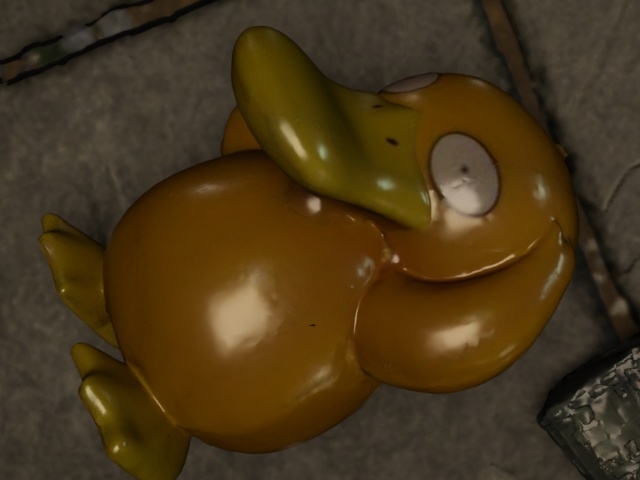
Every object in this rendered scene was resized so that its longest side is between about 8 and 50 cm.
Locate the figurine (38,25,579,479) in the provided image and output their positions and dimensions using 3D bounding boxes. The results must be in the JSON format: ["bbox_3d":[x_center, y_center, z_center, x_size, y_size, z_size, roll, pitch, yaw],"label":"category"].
[{"bbox_3d":[-0.003,0.007,0.677,0.215,0.215,0.228,43,113,1],"label":"figurine"}]

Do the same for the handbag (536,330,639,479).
[{"bbox_3d":[0.258,0.080,0.692,0.270,0.089,0.175,-32,84,8],"label":"handbag"}]
